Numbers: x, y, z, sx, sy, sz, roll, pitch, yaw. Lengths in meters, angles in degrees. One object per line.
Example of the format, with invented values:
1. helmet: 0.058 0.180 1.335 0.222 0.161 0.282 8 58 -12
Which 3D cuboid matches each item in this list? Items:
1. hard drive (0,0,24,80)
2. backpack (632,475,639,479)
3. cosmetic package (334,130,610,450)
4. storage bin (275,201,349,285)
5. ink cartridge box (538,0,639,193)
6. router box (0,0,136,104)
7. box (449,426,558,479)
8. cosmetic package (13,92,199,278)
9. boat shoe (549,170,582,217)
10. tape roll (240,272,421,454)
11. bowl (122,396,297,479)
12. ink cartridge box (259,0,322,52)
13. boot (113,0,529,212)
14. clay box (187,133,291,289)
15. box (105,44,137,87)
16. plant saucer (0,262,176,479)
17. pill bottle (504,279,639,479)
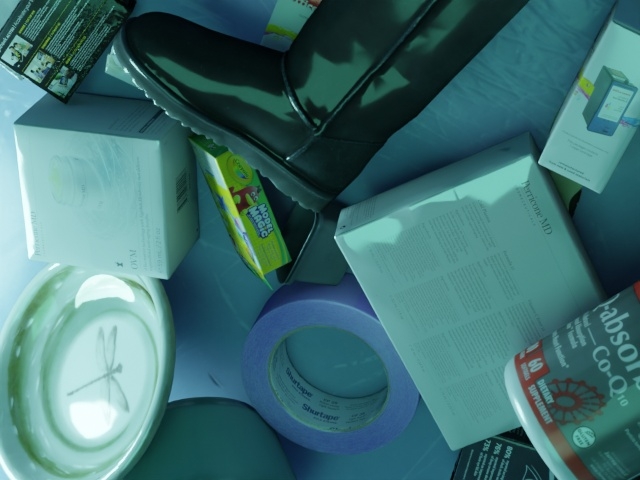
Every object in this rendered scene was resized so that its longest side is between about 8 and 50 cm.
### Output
1. hard drive: -0.431 -0.307 1.934 0.094 0.022 0.135 39 122 -7
2. backpack: 0.512 0.289 1.868 0.225 0.191 0.253 -24 148 27
3. cosmetic package: 0.231 0.076 1.838 0.284 0.097 0.377 -21 112 19
4. storage bin: 0.000 0.000 1.942 0.091 0.098 0.135 13 125 -23
5. ink cartridge box: 0.364 -0.191 1.681 0.093 0.154 0.212 27 123 3
6. router box: -0.360 -0.296 1.879 0.133 0.046 0.179 33 116 -17
7. box: 0.309 0.335 2.015 0.207 0.108 0.153 17 121 7
8. cosmetic package: -0.306 -0.083 1.954 0.225 0.138 0.224 8 120 14
9. boat shoe: 0.329 -0.070 1.824 0.049 0.042 0.133 16 124 11
10. tape roll: 0.022 0.186 2.031 0.275 0.090 0.274 8 119 14
11. bowl: -0.181 0.350 2.098 0.312 0.163 0.311 -4 151 -2
12. ink cartridge box: -0.002 -0.272 1.791 0.134 0.078 0.231 25 121 1
13. boot: 0.012 -0.287 1.643 0.367 0.146 0.445 34 125 -17
14. clay box: -0.109 -0.047 1.915 0.053 0.127 0.222 -28 117 -12
15. box: -0.140 -0.202 1.879 0.324 0.067 0.063 25 123 1
16. plant saucer: -0.343 0.206 2.052 0.400 0.400 0.100 -30 148 28
17. pill bottle: 0.432 0.152 1.689 0.363 0.210 0.210 -34 105 15
